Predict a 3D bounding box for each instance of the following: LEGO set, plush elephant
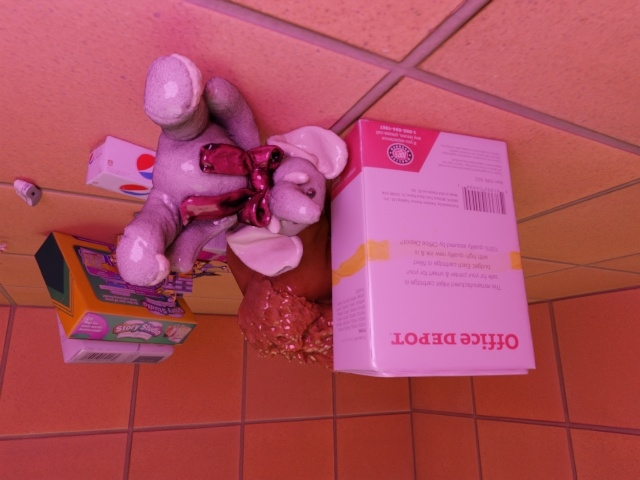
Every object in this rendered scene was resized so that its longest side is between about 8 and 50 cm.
[{"bbox_3d":[-0.426,0.065,1.238,0.255,0.191,0.332,13,159,-40],"label":"LEGO set"},{"bbox_3d":[-0.100,-0.073,0.663,0.256,0.271,0.330,15,-169,-7],"label":"plush elephant"}]

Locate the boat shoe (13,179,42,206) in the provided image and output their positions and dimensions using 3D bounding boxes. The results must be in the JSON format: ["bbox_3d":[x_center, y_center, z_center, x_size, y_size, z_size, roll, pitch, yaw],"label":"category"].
[{"bbox_3d":[-0.603,-0.099,0.953,0.035,0.035,0.100,31,161,-10],"label":"boat shoe"}]

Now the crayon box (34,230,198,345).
[{"bbox_3d":[-0.570,0.146,1.321,0.106,0.313,0.363,-49,147,11],"label":"crayon box"}]

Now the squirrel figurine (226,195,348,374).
[{"bbox_3d":[0.016,0.103,1.002,0.371,0.396,0.281,25,140,-36],"label":"squirrel figurine"}]

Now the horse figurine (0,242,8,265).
[{"bbox_3d":[-1.007,0.031,1.328,0.175,0.066,0.263,5,162,-39],"label":"horse figurine"}]

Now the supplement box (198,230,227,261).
[{"bbox_3d":[-0.253,-0.017,1.108,0.220,0.113,0.111,7,161,-32],"label":"supplement box"}]

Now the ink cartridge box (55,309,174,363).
[{"bbox_3d":[-0.626,0.180,1.395,0.091,0.384,0.308,-35,152,20],"label":"ink cartridge box"}]

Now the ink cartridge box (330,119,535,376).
[{"bbox_3d":[0.168,0.024,0.769,0.280,0.384,0.160,5,163,-19],"label":"ink cartridge box"}]

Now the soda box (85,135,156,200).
[{"bbox_3d":[-0.298,-0.113,0.842,0.074,0.069,0.216,-16,159,41],"label":"soda box"}]
